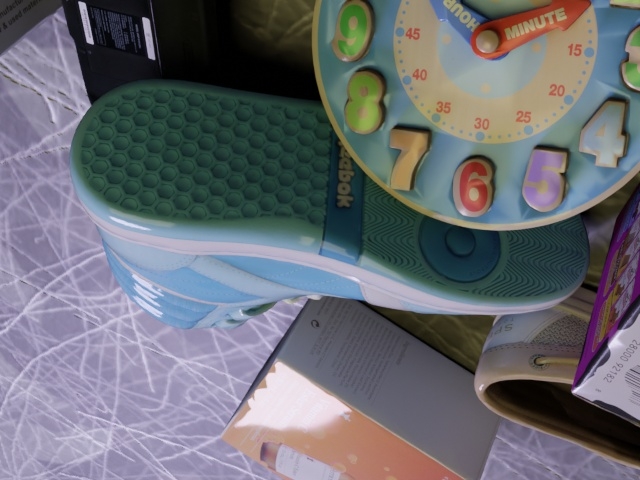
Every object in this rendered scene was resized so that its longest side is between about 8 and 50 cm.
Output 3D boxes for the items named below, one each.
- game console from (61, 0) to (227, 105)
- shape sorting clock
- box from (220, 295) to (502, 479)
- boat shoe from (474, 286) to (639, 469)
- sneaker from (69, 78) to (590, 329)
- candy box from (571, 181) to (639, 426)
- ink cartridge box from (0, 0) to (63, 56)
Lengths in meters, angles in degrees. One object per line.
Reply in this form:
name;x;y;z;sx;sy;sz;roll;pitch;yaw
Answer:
game console;-0.124;-0.189;0.594;0.213;0.044;0.361;23;146;15
shape sorting clock;0.092;-0.106;0.553;0.206;0.040;0.206;3;100;20
box;0.032;0.137;0.794;0.170;0.091;0.130;32;135;0
boat shoe;0.246;0.124;0.663;0.302;0.098;0.109;23;134;9
sneaker;0.000;0.000;0.693;0.319;0.127;0.208;14;156;-3
candy box;0.215;-0.030;0.508;0.071;0.159;0.233;25;135;5
ink cartridge box;-0.324;-0.250;0.630;0.226;0.131;0.306;3;129;26
